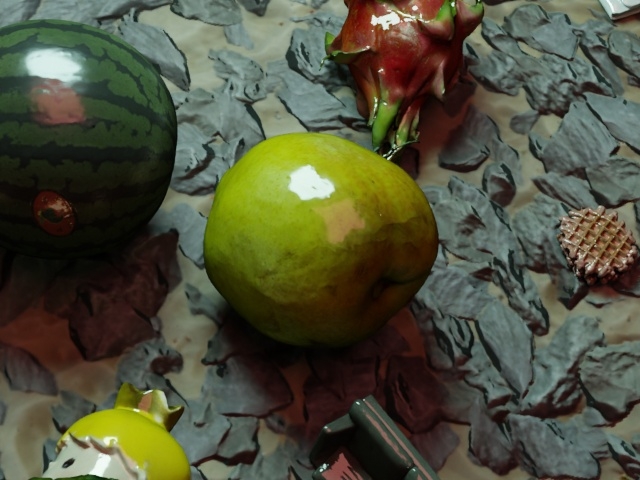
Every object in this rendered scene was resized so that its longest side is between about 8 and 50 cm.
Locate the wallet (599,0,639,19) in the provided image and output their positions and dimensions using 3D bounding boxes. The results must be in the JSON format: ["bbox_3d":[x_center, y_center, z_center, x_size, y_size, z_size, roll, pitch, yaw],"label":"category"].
[{"bbox_3d":[0.316,-0.301,1.531,0.061,0.025,0.122,-22,68,-16],"label":"wallet"}]

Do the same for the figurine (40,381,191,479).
[{"bbox_3d":[-0.198,0.215,1.065,0.185,0.127,0.234,9,70,-3],"label":"figurine"}]

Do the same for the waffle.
[{"bbox_3d":[0.268,0.002,1.342,0.075,0.029,0.083,-10,61,-19],"label":"waffle"}]

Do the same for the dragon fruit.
[{"bbox_3d":[0.069,-0.175,1.346,0.137,0.135,0.236,25,76,-5],"label":"dragon fruit"}]

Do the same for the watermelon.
[{"bbox_3d":[-0.228,-0.087,1.177,0.212,0.212,0.212,6,59,-10],"label":"watermelon"}]

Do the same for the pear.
[{"bbox_3d":[0.000,0.000,1.190,0.200,0.200,0.200,6,59,-10],"label":"pear"}]

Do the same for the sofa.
[{"bbox_3d":[0.054,0.210,1.139,0.060,0.085,0.147,-30,71,-29],"label":"sofa"}]

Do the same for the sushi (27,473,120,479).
[{"bbox_3d":[-0.170,0.340,0.898,0.294,0.178,0.352,42,84,-21],"label":"sushi"}]
